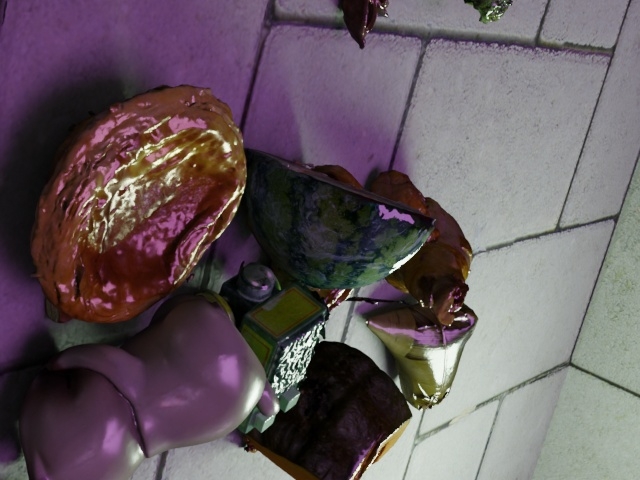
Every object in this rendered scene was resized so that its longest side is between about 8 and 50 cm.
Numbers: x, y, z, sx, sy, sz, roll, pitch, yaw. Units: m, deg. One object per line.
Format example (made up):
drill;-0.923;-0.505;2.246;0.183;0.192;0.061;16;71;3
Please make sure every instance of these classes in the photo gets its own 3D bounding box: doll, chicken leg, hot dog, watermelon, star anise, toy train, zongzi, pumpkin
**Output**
doll;-0.242;0.207;1.545;0.370;0.215;0.226;-20;110;-17
chicken leg;0.182;0.014;2.107;0.409;0.182;0.295;-95;159;-68
hot dog;0.001;0.003;1.892;0.114;0.175;0.259;19;94;-42
watermelon;0.013;-0.036;1.744;0.180;0.305;0.224;-48;147;-33
star anise;0.069;-0.426;1.808;0.172;0.063;0.208;-59;147;-20
toy train;-0.110;0.162;1.778;0.159;0.188;0.272;-32;152;-45
zongzi;0.176;0.255;2.416;0.300;0.145;0.274;-8;124;-38
pumpkin;0.021;0.331;2.071;0.303;0.225;0.256;-41;162;-45

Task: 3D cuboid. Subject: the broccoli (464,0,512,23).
broccoli;0.276;-0.508;1.972;0.226;0.198;0.176;24;126;-33

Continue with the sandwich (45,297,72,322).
sandwich;-0.350;0.091;1.526;0.044;0.031;0.083;-65;148;-10

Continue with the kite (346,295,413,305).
kite;0.084;0.112;2.151;0.160;0.182;0.010;-169;-98;-78

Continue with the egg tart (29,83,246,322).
egg tart;-0.250;-0.059;1.465;0.352;0.150;0.352;-36;142;-34
